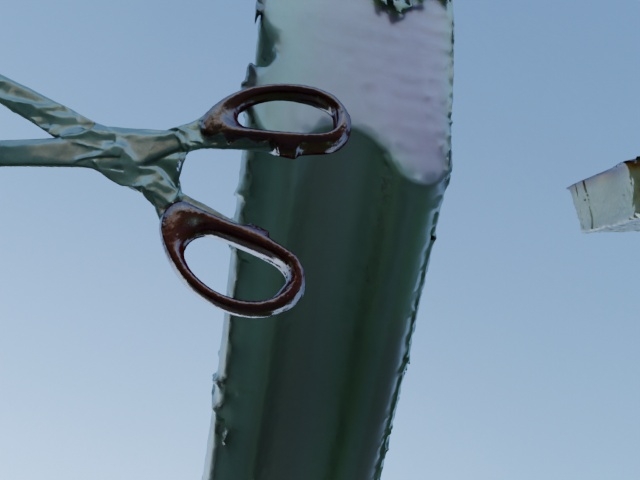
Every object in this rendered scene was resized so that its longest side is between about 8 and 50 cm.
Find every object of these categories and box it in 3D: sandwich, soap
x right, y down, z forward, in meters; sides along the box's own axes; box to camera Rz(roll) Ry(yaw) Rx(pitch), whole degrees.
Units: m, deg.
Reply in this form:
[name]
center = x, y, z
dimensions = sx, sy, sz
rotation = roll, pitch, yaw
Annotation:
[sandwich]
center = 0.319, -0.040, 0.645
dimensions = 0.193, 0.162, 0.058
rotation = -5, -95, -4
[soap]
center = 0.000, 0.000, 0.658
dimensions = 0.156, 0.261, 0.446
rotation = 7, -65, -3

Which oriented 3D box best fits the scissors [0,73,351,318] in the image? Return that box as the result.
[scissors]
center = -0.115, -0.048, 0.409
dimensions = 0.247, 0.144, 0.017
rotation = 14, -31, 4
